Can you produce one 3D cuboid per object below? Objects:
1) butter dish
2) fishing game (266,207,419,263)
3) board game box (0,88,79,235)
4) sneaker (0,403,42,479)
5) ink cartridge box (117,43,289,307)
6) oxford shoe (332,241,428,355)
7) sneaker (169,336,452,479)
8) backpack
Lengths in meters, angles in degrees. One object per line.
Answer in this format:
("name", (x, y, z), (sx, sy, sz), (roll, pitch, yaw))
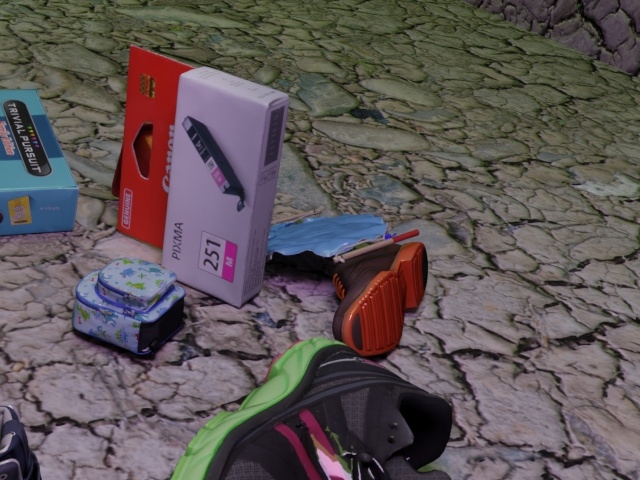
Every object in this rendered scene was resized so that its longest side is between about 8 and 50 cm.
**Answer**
("butter dish", (-0.200, -0.082, 1.437), (0.160, 0.159, 0.118), (-3, 53, -26))
("fishing game", (0.000, 0.000, 1.376), (0.189, 0.041, 0.264), (-17, 17, -32))
("board game box", (-0.524, -0.105, 1.362), (0.336, 0.079, 0.253), (-4, 41, -28))
("sneaker", (-0.207, 0.211, 0.804), (0.226, 0.163, 0.086), (1, 26, -21))
("ink cartridge box", (-0.169, -0.083, 1.270), (0.239, 0.275, 0.060), (21, 29, 21))
("oxford shoe", (0.057, 0.073, 1.271), (0.098, 0.096, 0.271), (1, 16, 21))
("sneaker", (0.000, 0.225, 0.827), (0.202, 0.185, 0.483), (13, 27, 15))
("backpack", (-0.222, 0.069, 1.165), (0.114, 0.084, 0.105), (14, 24, 14))
